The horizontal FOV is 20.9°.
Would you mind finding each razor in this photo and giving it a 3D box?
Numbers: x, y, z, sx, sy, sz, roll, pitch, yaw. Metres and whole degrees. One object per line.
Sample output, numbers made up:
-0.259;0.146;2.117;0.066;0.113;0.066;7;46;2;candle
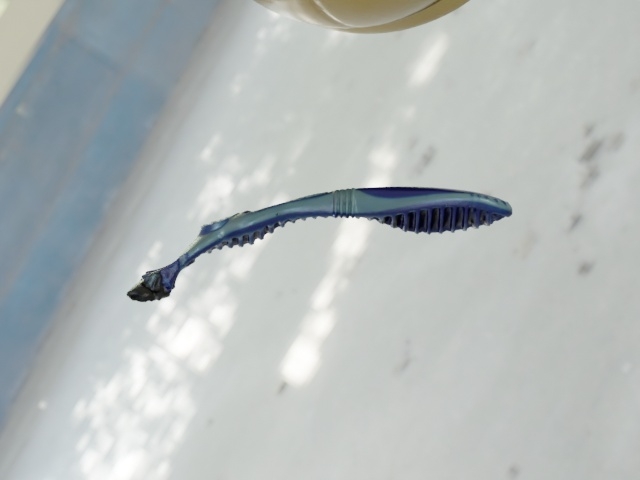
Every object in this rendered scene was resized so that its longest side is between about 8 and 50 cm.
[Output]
-0.002;-0.004;0.685;0.154;0.028;0.044;-13;3;1;razor

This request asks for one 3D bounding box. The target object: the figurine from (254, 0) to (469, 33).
0.047;-0.204;0.880;0.257;0.192;0.167;-24;33;-32;figurine
